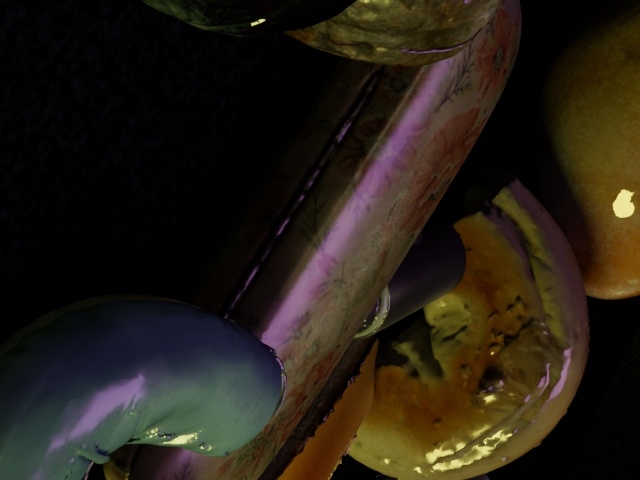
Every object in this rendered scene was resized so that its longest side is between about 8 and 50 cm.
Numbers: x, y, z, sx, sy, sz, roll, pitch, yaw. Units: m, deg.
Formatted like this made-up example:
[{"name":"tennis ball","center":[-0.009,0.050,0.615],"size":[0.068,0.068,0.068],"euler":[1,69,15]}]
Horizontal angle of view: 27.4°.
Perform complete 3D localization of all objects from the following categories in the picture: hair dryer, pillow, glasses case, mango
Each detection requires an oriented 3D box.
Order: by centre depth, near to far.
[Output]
[{"name":"pillow","center":[-0.125,0.138,0.725],"size":[0.214,0.086,0.233],"euler":[18,97,-43]},{"name":"glasses case","center":[0.000,0.000,0.875],"size":[0.425,0.098,0.156],"euler":[-58,159,-3]},{"name":"hair dryer","center":[0.060,-0.046,1.024],"size":[0.196,0.078,0.248],"euler":[-22,128,-58]},{"name":"mango","center":[0.306,-0.099,1.283],"size":[0.199,0.221,0.384],"euler":[1,137,-16]}]

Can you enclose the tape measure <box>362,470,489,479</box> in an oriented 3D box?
[{"name":"tape measure","center":[0.098,0.349,1.477],"size":[0.115,0.207,0.235],"euler":[109,-17,-45]}]

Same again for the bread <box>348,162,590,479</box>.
[{"name":"bread","center":[0.160,0.101,1.253],"size":[0.314,0.192,0.171],"euler":[-63,158,8]}]

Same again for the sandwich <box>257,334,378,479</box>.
[{"name":"sandwich","center":[-0.020,0.179,1.130],"size":[0.193,0.058,0.162],"euler":[-51,159,-28]}]

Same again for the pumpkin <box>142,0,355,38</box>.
[{"name":"pumpkin","center":[-0.015,-0.177,0.539],"size":[0.202,0.140,0.202],"euler":[-44,156,-25]}]

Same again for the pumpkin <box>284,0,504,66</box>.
[{"name":"pumpkin","center":[0.071,-0.188,0.747],"size":[0.248,0.126,0.131],"euler":[-45,157,-36]}]
